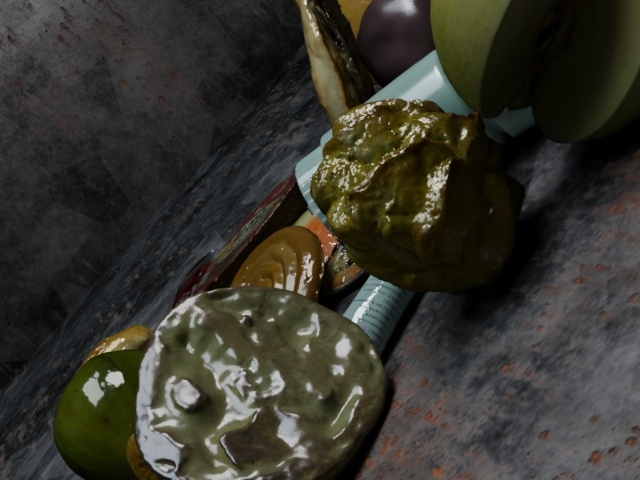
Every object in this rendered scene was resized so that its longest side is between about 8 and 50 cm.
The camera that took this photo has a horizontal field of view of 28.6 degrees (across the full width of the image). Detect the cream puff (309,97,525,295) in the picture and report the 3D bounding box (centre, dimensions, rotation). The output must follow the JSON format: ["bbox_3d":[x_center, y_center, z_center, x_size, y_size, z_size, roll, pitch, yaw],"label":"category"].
[{"bbox_3d":[0.110,-0.051,1.378,0.196,0.244,0.244,-30,23,48],"label":"cream puff"}]

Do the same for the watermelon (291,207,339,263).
[{"bbox_3d":[0.004,0.004,1.899,0.119,0.063,0.245,-6,36,38],"label":"watermelon"}]

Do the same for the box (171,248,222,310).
[{"bbox_3d":[-0.207,0.110,2.191,0.120,0.069,0.224,-42,17,19],"label":"box"}]

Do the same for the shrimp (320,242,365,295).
[{"bbox_3d":[0.066,-0.004,1.768,0.148,0.035,0.195,-33,25,48],"label":"shrimp"}]

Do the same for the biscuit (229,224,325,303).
[{"bbox_3d":[-0.082,0.093,1.795,0.262,0.037,0.262,-43,31,35],"label":"biscuit"}]

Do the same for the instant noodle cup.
[{"bbox_3d":[-0.085,0.009,2.026,0.274,0.091,0.274,-49,8,9],"label":"instant noodle cup"}]

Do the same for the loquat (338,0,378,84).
[{"bbox_3d":[0.095,-0.421,2.316,0.263,0.263,0.263,-44,15,15],"label":"loquat"}]

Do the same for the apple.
[{"bbox_3d":[0.260,-0.248,1.360,0.292,0.292,0.254,-67,-4,-52],"label":"apple"}]

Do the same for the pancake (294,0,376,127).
[{"bbox_3d":[0.030,-0.263,1.942,0.071,0.382,0.382,-21,19,7],"label":"pancake"}]

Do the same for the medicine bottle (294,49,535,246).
[{"bbox_3d":[0.127,-0.135,1.645,0.318,0.158,0.158,-36,18,19],"label":"medicine bottle"}]

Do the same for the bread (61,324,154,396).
[{"bbox_3d":[-0.317,0.228,1.997,0.198,0.120,0.236,-48,-8,-4],"label":"bread"}]

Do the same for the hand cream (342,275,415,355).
[{"bbox_3d":[0.056,0.097,1.471,0.331,0.085,0.058,-55,-12,-37],"label":"hand cream"}]

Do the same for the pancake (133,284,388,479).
[{"bbox_3d":[-0.067,0.168,1.357,0.049,0.294,0.294,91,-160,-45],"label":"pancake"}]

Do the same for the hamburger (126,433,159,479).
[{"bbox_3d":[-0.129,0.235,1.464,0.144,0.156,0.283,-51,19,-25],"label":"hamburger"}]

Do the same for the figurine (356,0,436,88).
[{"bbox_3d":[0.179,-0.328,1.995,0.365,0.218,0.206,-51,-17,-72],"label":"figurine"}]

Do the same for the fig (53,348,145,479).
[{"bbox_3d":[-0.269,0.269,1.784,0.203,0.203,0.225,-48,53,-3],"label":"fig"}]
